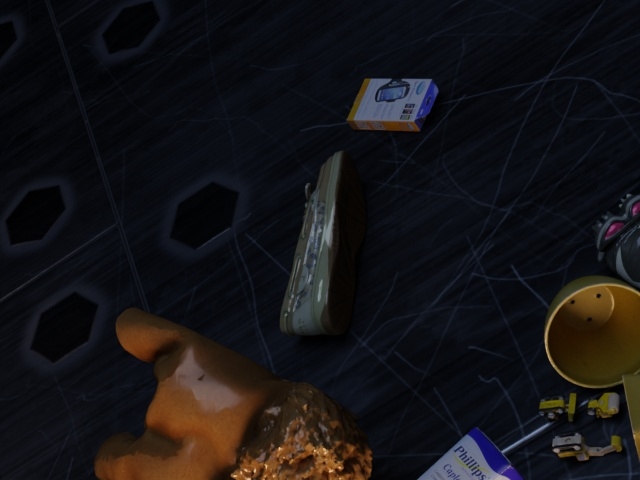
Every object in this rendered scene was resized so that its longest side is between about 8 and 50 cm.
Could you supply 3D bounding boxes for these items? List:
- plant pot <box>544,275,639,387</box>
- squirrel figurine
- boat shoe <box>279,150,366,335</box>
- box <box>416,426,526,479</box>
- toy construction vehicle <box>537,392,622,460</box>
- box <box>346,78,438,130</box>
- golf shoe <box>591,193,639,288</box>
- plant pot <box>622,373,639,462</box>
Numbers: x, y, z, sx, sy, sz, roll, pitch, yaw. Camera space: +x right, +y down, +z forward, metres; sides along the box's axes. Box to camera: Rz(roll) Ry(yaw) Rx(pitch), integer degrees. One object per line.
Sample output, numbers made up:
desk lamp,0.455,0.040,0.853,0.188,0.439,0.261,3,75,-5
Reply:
plant pot,0.324,0.094,1.706,0.134,0.134,0.095,-31,20,9
squirrel figurine,-0.127,0.332,1.712,0.397,0.281,0.370,16,73,43
boat shoe,0.000,0.000,1.995,0.089,0.104,0.285,-8,53,25
box,0.171,0.304,1.629,0.137,0.126,0.072,-43,43,-2
toy construction vehicle,0.304,0.217,1.681,0.098,0.035,0.086,-12,40,22
box,0.113,-0.202,2.134,0.136,0.028,0.081,6,60,34
golf shoe,0.460,-0.050,1.754,0.273,0.105,0.120,-47,60,1
plant pot,0.389,0.196,1.607,0.083,0.081,0.081,-12,50,12
